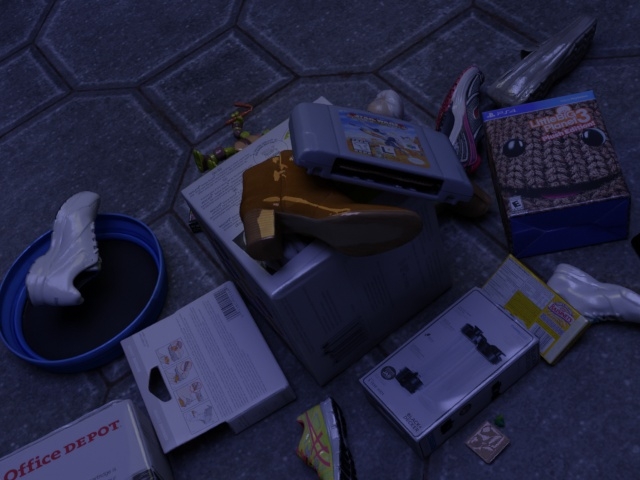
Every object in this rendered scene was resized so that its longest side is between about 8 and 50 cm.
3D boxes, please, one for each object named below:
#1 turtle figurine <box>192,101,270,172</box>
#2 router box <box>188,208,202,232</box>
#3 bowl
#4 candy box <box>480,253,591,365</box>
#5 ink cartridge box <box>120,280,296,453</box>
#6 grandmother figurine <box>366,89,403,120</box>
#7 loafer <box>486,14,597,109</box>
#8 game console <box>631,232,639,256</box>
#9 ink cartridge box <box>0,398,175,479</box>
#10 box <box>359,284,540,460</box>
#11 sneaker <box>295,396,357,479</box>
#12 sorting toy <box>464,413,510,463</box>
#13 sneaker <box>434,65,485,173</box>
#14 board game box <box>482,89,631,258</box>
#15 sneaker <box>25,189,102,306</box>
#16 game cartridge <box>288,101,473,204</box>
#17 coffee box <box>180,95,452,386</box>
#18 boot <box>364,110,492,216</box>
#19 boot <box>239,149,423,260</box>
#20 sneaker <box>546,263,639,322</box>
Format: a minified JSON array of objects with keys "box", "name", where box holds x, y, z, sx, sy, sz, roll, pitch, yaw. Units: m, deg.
[{"box":[-0.189,-0.221,1.987,0.217,0.087,0.269,-29,56,-26],"name":"turtle figurine"},{"box":[-0.253,-0.080,1.932,0.092,0.038,0.122,-8,51,10],"name":"router box"},{"box":[-0.518,0.113,1.839,0.391,0.077,0.391,-8,52,11],"name":"bowl"},{"box":[0.393,0.126,1.559,0.105,0.027,0.206,-49,52,8],"name":"candy box"},{"box":[-0.227,0.253,1.648,0.261,0.066,0.296,-29,50,-6],"name":"ink cartridge box"},{"box":[0.076,-0.215,1.895,0.208,0.104,0.342,25,64,37],"name":"grandmother figurine"},{"box":[0.510,-0.414,1.912,0.319,0.112,0.111,-43,62,-16],"name":"loafer"},{"box":[0.673,0.024,1.587,0.107,0.071,0.122,-40,45,24],"name":"game console"},{"box":[-0.377,0.515,1.425,0.285,0.166,0.395,-26,51,-4],"name":"ink cartridge box"},{"box":[0.236,0.234,1.508,0.290,0.087,0.169,-38,52,-13],"name":"box"},{"box":[0.004,0.384,1.477,0.094,0.081,0.208,-20,43,10],"name":"sneaker"},{"box":[0.300,0.342,1.454,0.083,0.012,0.062,-42,48,-12],"name":"sorting toy"},{"box":[0.320,-0.265,1.868,0.112,0.121,0.299,23,58,-3],"name":"sneaker"},{"box":[0.469,-0.134,1.688,0.232,0.141,0.291,-11,51,8],"name":"board game box"},{"box":[-0.527,0.023,1.812,0.129,0.111,0.297,10,59,5],"name":"sneaker"},{"box":[0.096,-0.151,1.398,0.297,0.062,0.198,10,36,-14],"name":"game cartridge"},{"box":[0.000,0.000,1.598,0.338,0.337,0.334,-36,52,-11],"name":"coffee box"},{"box":[0.192,-0.150,1.722,0.089,0.269,0.236,-58,38,1],"name":"boot"},{"box":[0.011,-0.075,1.373,0.295,0.104,0.211,-7,46,4],"name":"boot"},{"box":[0.510,0.123,1.530,0.212,0.080,0.094,25,75,39],"name":"sneaker"}]
